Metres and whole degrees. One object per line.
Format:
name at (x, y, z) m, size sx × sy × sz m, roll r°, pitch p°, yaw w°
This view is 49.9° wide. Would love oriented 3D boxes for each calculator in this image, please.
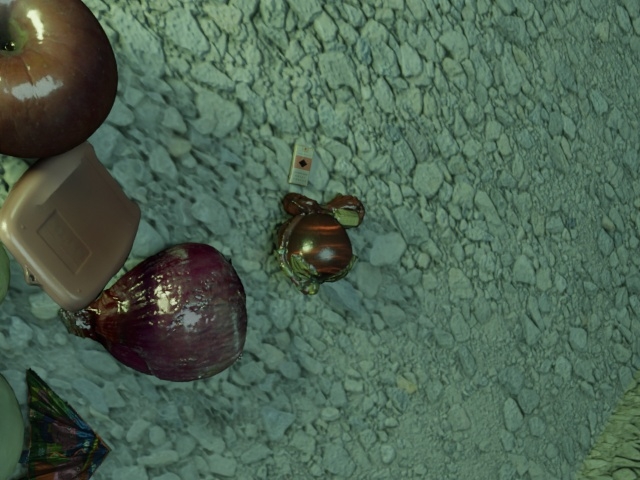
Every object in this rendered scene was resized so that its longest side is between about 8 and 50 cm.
calculator at (-0.390, -0.030, 1.107) m, size 0.220 × 0.048 × 0.329 m, roll 58°, pitch 23°, yaw -27°

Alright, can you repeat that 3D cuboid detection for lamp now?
lamp at (0.007, 0.003, 1.440) m, size 0.215 × 0.151 × 0.223 m, roll 7°, pitch 91°, yaw -38°

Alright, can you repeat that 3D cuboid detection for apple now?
apple at (-0.461, -0.265, 1.031) m, size 0.306 × 0.235 × 0.305 m, roll 4°, pitch 80°, yaw -22°

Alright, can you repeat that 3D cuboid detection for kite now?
kite at (-0.466, 0.389, 1.224) m, size 0.234 × 0.016 × 0.321 m, roll 19°, pitch 62°, yaw -56°

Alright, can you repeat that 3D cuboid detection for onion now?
onion at (-0.282, 0.147, 1.267) m, size 0.349 × 0.159 × 0.267 m, roll -9°, pitch 99°, yaw -33°

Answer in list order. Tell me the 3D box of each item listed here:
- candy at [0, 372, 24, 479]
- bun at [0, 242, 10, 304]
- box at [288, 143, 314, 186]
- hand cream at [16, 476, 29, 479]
candy at (-0.608, 0.291, 1.058) m, size 0.296 × 0.185 × 0.295 m, roll -1°, pitch 94°, yaw -11°
bun at (-0.604, 0.075, 0.950) m, size 0.361 × 0.361 × 0.213 m, roll -22°, pitch 128°, yaw -29°
box at (-0.041, -0.159, 1.464) m, size 0.046 × 0.012 × 0.083 m, roll 9°, pitch 92°, yaw -33°
hand cream at (-0.453, 0.553, 1.280) m, size 0.121 × 0.076 × 0.336 m, roll -43°, pitch 124°, yaw -20°
